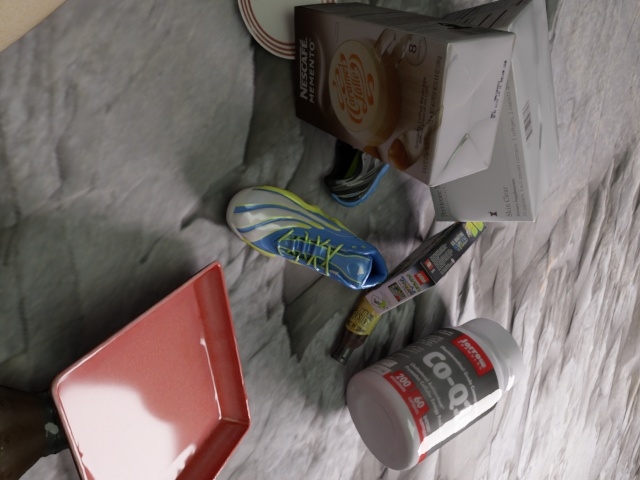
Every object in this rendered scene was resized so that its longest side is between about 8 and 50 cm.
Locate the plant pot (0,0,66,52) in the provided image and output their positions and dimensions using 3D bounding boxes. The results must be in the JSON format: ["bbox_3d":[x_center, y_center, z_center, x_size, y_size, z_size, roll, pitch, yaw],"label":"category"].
[{"bbox_3d":[-0.256,-0.261,0.338,0.256,0.256,0.274,31,101,-37],"label":"plant pot"}]

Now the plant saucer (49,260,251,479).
[{"bbox_3d":[-0.175,0.187,0.552,0.259,0.047,0.259,-46,133,-61],"label":"plant saucer"}]

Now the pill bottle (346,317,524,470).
[{"bbox_3d":[0.199,0.241,0.828,0.283,0.161,0.162,-19,113,-30],"label":"pill bottle"}]

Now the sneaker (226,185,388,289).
[{"bbox_3d":[0.000,0.000,0.641,0.240,0.126,0.091,22,89,-38],"label":"sneaker"}]

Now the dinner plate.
[{"bbox_3d":[-0.040,-0.295,0.600,0.141,0.017,0.141,-11,110,-34],"label":"dinner plate"}]

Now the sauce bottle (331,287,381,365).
[{"bbox_3d":[0.062,0.136,0.776,0.042,0.042,0.128,40,77,-36],"label":"sauce bottle"}]

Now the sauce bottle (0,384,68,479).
[{"bbox_3d":[-0.357,0.194,0.446,0.344,0.111,0.112,-7,107,-40],"label":"sauce bottle"}]

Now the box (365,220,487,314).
[{"bbox_3d":[0.161,0.029,0.736,0.036,0.114,0.207,54,43,2],"label":"box"}]

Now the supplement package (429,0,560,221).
[{"bbox_3d":[0.243,-0.188,0.717,0.204,0.145,0.262,-47,127,-41],"label":"supplement package"}]

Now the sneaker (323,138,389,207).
[{"bbox_3d":[0.070,-0.137,0.691,0.078,0.067,0.188,36,84,-43],"label":"sneaker"}]

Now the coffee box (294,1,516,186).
[{"bbox_3d":[0.075,-0.177,0.557,0.098,0.246,0.141,-20,127,-29],"label":"coffee box"}]
